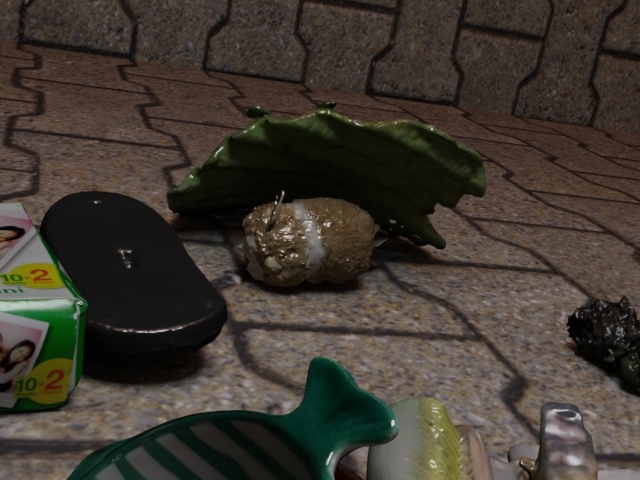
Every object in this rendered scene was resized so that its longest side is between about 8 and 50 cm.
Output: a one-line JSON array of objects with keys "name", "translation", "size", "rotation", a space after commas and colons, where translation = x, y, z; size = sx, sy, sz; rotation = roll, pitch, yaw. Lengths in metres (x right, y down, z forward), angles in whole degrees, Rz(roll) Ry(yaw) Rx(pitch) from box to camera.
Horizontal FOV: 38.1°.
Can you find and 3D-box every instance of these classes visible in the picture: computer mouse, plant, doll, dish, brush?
[{"name": "computer mouse", "translation": [-0.190, 0.045, 0.886], "size": [0.137, 0.086, 0.270], "rotation": [-8, 33, -27]}, {"name": "plant", "translation": [0.337, 0.117, 1.012], "size": [0.085, 0.087, 0.174], "rotation": [30, 10, -32]}, {"name": "doll", "translation": [0.006, 0.004, 1.110], "size": [0.221, 0.115, 0.105], "rotation": [6, 44, -39]}, {"name": "dish", "translation": [-0.056, 0.174, 0.468], "size": [0.246, 0.078, 0.224], "rotation": [-39, 32, -12]}, {"name": "brush", "translation": [0.041, 0.165, 0.424], "size": [0.067, 0.072, 0.313], "rotation": [53, 19, -15]}]

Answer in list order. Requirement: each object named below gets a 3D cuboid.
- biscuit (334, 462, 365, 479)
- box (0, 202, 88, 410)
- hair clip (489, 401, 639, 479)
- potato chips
[{"name": "biscuit", "translation": [0.030, 0.206, 0.539], "size": [0.252, 0.070, 0.106], "rotation": [24, 22, 37]}, {"name": "box", "translation": [-0.310, 0.048, 0.776], "size": [0.180, 0.103, 0.250], "rotation": [0, 20, -30]}, {"name": "hair clip", "translation": [0.141, 0.170, 0.504], "size": [0.146, 0.075, 0.257], "rotation": [10, 23, 2]}, {"name": "potato chips", "translation": [-0.004, -0.065, 1.211], "size": [0.389, 0.097, 0.373], "rotation": [5, -17, -10]}]
